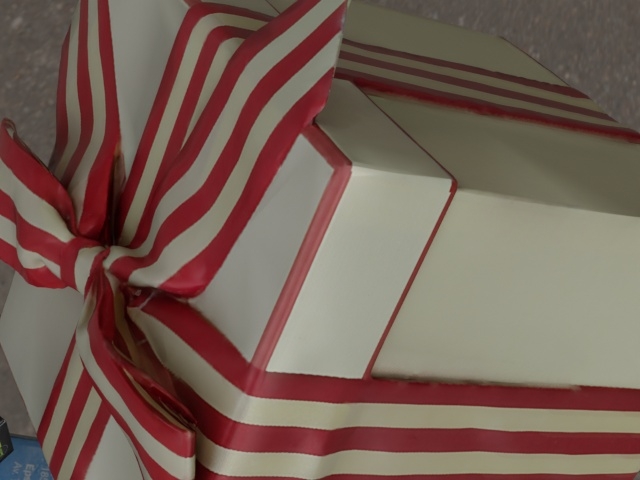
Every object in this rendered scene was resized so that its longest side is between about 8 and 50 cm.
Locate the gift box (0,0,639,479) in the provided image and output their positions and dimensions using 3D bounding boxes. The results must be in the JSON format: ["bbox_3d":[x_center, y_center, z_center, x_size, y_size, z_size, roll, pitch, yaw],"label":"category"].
[{"bbox_3d":[0.000,0.000,0.545,0.258,0.255,0.276,6,114,-33],"label":"gift box"}]

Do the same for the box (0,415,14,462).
[{"bbox_3d":[-0.205,0.089,0.620,0.083,0.052,0.062,42,157,10],"label":"box"}]

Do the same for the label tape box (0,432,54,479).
[{"bbox_3d":[-0.062,0.260,0.713,0.334,0.240,0.106,12,157,-14],"label":"label tape box"}]
